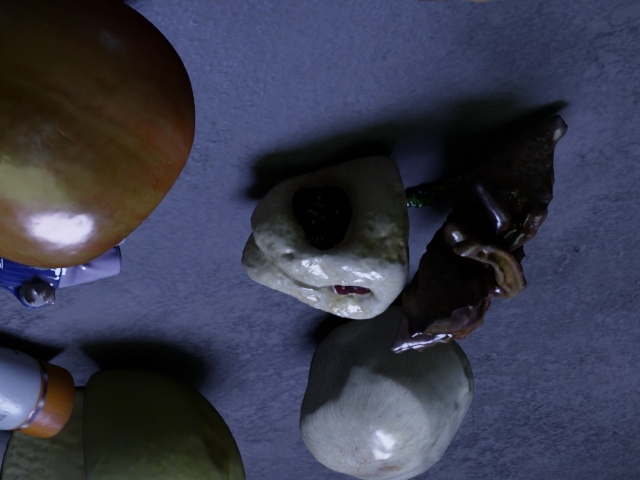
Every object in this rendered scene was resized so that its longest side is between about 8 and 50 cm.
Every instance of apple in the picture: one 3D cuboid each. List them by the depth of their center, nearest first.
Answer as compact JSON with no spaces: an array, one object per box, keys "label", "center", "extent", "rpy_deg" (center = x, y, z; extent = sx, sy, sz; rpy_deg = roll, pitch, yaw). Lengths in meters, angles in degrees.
[{"label":"apple","center":[-0.238,-0.105,1.370],"extent":[0.242,0.242,0.241],"rpy_deg":[-29,136,26]},{"label":"apple","center":[-0.236,0.291,2.045],"extent":[0.292,0.254,0.292],"rpy_deg":[-9,156,-4]}]

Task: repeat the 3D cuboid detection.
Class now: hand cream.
[{"label":"hand cream","center":[-0.411,0.137,1.878],"extent":[0.314,0.089,0.140],"rpy_deg":[22,134,-38]}]

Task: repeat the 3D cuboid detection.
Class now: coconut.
[{"label":"coconut","center":[0.079,0.180,2.068],"extent":[0.224,0.224,0.224],"rpy_deg":[-11,152,-6]}]

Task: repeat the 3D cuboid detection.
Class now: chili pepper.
[{"label":"chili pepper","center":[0.121,-0.052,1.830],"extent":[0.083,0.022,0.027],"rpy_deg":[-23,-176,14]}]

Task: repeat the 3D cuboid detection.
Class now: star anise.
[{"label":"star anise","center":[0.160,0.022,1.763],"extent":[0.109,0.292,0.349],"rpy_deg":[26,148,4]}]

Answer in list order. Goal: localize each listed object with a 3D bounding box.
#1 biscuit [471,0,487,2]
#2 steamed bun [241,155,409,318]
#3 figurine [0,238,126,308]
[{"label":"biscuit","center":[0.124,-0.292,1.302],"extent":[0.296,0.102,0.296],"rpy_deg":[-8,152,-4]},{"label":"steamed bun","center":[0.000,0.000,1.749],"extent":[0.155,0.140,0.172],"rpy_deg":[0,153,-13]},{"label":"figurine","center":[-0.322,0.027,1.658],"extent":[0.274,0.133,0.194],"rpy_deg":[10,130,-42]}]
